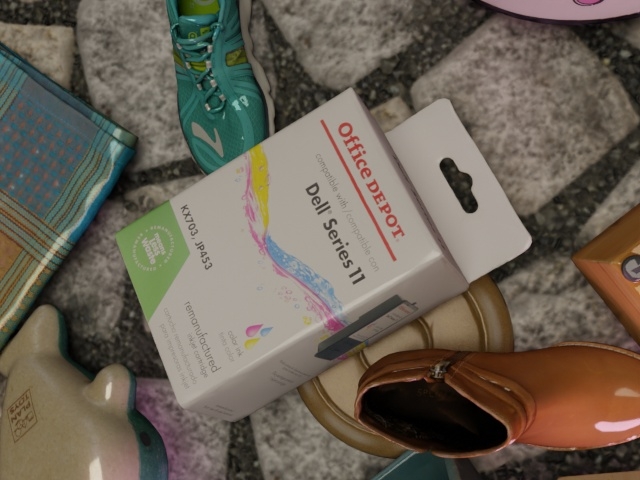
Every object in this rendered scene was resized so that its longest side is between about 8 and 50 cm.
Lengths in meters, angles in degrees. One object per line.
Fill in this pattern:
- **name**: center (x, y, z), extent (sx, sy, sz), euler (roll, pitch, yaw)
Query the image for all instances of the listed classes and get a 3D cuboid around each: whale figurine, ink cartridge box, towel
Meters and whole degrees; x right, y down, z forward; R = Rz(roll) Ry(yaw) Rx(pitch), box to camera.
- **whale figurine**: center (-0.254, 0.201, 1.072), extent (0.216, 0.141, 0.272), euler (-44, 55, 20)
- **ink cartridge box**: center (0.000, 0.000, 0.992), extent (0.353, 0.119, 0.207), euler (-31, 64, 9)
- **towel**: center (-0.397, -0.027, 1.117), extent (0.271, 0.040, 0.370), euler (34, 88, 17)

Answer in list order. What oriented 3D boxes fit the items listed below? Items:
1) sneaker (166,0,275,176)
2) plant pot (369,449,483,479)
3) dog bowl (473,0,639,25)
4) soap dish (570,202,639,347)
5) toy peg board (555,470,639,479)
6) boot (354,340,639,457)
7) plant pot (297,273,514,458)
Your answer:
- **sneaker**: center (-0.120, -0.190, 1.060), extent (0.107, 0.110, 0.275), euler (-13, 85, 11)
- **plant pot**: center (0.106, 0.371, 0.921), extent (0.248, 0.247, 0.252), euler (-40, 97, 7)
- **dog bowl**: center (0.245, -0.416, 0.941), extent (0.408, 0.150, 0.408), euler (-4, 78, 19)
- **soap dish**: center (0.410, 0.059, 0.930), extent (0.229, 0.118, 0.291), euler (-38, 81, 7)
- **toy peg board**: center (0.304, 0.302, 0.955), extent (0.160, 0.079, 0.161), euler (-4, 68, -2)
- **boot**: center (0.171, 0.138, 0.890), extent (0.283, 0.220, 0.109), euler (8, 89, 12)
- **plant pot**: center (0.077, 0.106, 1.042), extent (0.236, 0.032, 0.236), euler (-1, 86, 12)
